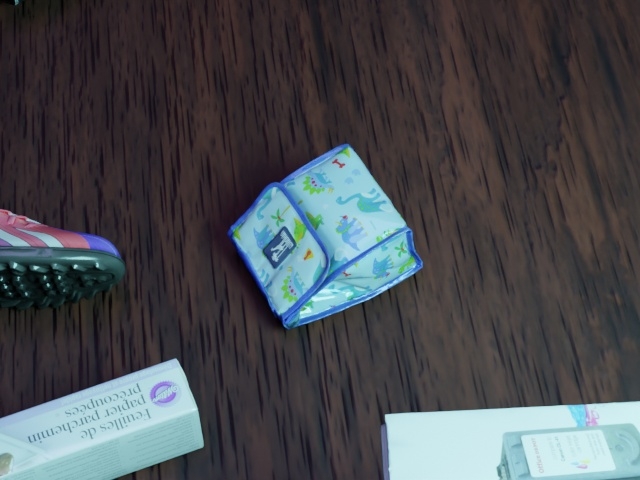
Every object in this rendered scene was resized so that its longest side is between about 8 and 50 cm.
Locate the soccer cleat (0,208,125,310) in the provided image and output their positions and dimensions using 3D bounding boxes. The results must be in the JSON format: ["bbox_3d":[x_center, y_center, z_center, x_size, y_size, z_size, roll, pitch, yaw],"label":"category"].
[{"bbox_3d":[-0.344,-0.002,1.593,0.318,0.108,0.116,-1,63,7],"label":"soccer cleat"}]

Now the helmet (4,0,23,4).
[{"bbox_3d":[-0.334,-0.365,1.869,0.169,0.169,0.161,38,77,29],"label":"helmet"}]

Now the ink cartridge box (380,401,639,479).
[{"bbox_3d":[0.205,0.238,1.289,0.306,0.226,0.131,-4,49,1],"label":"ink cartridge box"}]

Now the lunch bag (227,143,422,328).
[{"bbox_3d":[0.000,0.000,1.593,0.151,0.096,0.129,-31,56,-3],"label":"lunch bag"}]

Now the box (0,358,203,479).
[{"bbox_3d":[-0.266,0.196,1.458,0.324,0.067,0.063,-19,52,-11],"label":"box"}]
